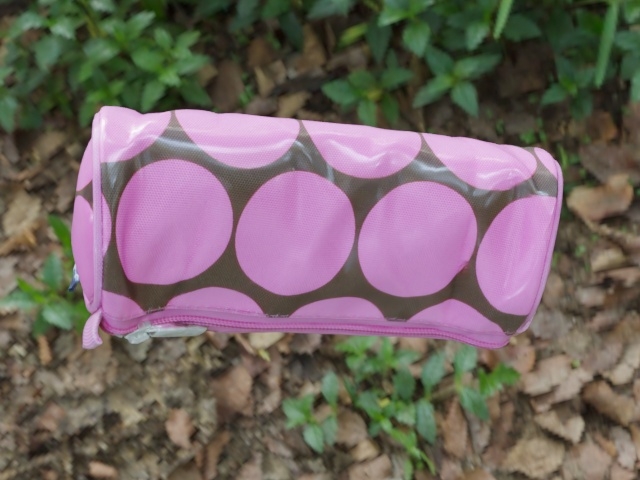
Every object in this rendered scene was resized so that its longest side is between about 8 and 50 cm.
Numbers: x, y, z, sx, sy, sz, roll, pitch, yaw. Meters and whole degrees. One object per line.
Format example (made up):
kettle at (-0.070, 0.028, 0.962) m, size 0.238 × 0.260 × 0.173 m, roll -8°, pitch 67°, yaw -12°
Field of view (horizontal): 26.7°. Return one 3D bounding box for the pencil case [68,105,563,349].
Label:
pencil case at (0.000, 0.000, 0.575) m, size 0.209 × 0.095 × 0.098 m, roll 2°, pitch 72°, yaw -13°
